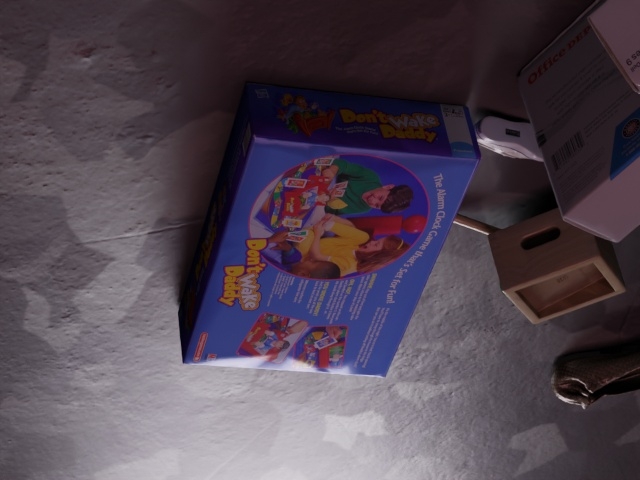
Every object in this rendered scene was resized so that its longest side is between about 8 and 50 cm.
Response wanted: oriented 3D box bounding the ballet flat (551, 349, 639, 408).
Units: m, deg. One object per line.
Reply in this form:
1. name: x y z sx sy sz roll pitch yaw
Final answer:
1. ballet flat: 0.397 0.152 2.099 0.250 0.058 0.084 -11 138 2

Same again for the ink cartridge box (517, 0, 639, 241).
1. ink cartridge box: 0.278 -0.118 1.686 0.082 0.191 0.139 23 129 -33

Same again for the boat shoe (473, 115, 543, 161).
1. boat shoe: 0.196 -0.101 1.812 0.100 0.035 0.035 11 161 -27

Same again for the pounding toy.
1. pounding toy: 0.234 0.014 1.907 0.141 0.100 0.130 -21 151 16

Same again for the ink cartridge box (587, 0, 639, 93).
1. ink cartridge box: 0.364 -0.211 1.607 0.154 0.093 0.212 -42 162 31

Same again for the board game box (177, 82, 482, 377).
1. board game box: 0.000 0.000 1.847 0.233 0.078 0.347 5 136 -16
